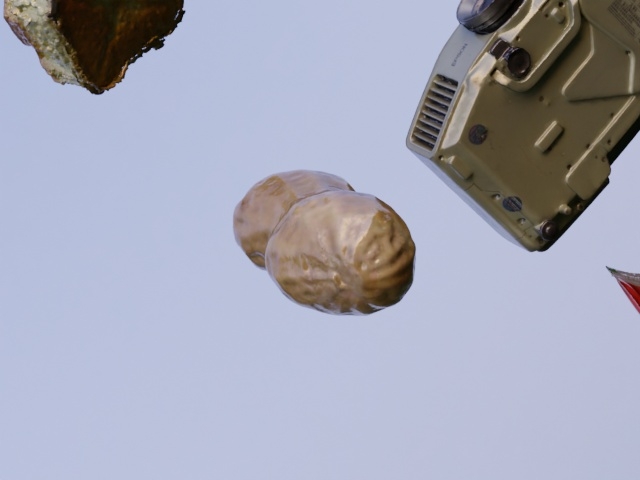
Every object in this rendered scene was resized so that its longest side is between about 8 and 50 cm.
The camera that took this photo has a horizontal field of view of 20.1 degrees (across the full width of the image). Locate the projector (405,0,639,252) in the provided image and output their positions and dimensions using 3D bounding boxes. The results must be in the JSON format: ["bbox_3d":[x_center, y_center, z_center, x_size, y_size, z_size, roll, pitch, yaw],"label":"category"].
[{"bbox_3d":[0.202,-0.144,1.514,0.193,0.088,0.269,41,-94,-22],"label":"projector"}]

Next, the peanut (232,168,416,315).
[{"bbox_3d":[-0.002,0.001,1.190,0.089,0.193,0.089,-4,-78,-20],"label":"peanut"}]

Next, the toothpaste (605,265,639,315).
[{"bbox_3d":[0.272,0.097,1.041,0.075,0.301,0.048,-21,-50,-17],"label":"toothpaste"}]

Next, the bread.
[{"bbox_3d":[-0.176,-0.189,1.374,0.128,0.069,0.140,-50,-40,-23],"label":"bread"}]
